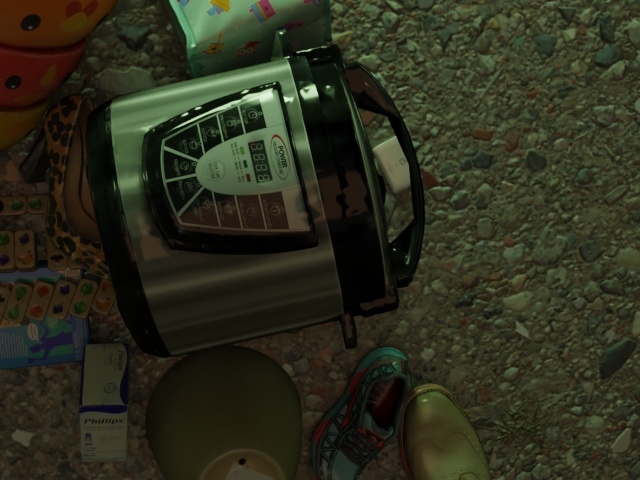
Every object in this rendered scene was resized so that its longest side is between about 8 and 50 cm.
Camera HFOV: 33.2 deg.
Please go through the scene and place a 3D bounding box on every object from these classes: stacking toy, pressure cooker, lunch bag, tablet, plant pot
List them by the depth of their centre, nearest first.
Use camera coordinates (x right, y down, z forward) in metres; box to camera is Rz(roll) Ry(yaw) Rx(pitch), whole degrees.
[{"bbox_3d":[-0.073,-0.059,1.443,0.420,0.375,0.370,-12,127,-2],"label":"pressure cooker"},{"bbox_3d":[-0.466,-0.241,1.479,0.351,0.350,0.480,15,117,-13],"label":"stacking toy"},{"bbox_3d":[-0.127,-0.382,1.537,0.223,0.160,0.262,-22,71,-5],"label":"lunch bag"},{"bbox_3d":[-0.133,0.320,1.628,0.256,0.274,0.256,-2,102,-10],"label":"plant pot"},{"bbox_3d":[0.123,-0.123,1.719,0.054,0.006,0.083,-29,106,-3],"label":"tablet"}]

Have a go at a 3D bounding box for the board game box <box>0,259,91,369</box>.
[{"bbox_3d":[-0.462,0.114,1.641,0.210,0.047,0.160,-5,103,-10],"label":"board game box"}]

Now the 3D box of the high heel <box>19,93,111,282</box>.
[{"bbox_3d":[-0.322,-0.072,1.528,0.261,0.093,0.186,51,127,12],"label":"high heel"}]

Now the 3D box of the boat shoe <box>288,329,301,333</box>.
[{"bbox_3d":[0.000,0.000,1.671,0.111,0.104,0.307,13,99,-13],"label":"boat shoe"}]

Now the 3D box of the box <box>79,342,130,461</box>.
[{"bbox_3d":[-0.327,0.246,1.628,0.072,0.126,0.137,1,131,-10],"label":"box"}]

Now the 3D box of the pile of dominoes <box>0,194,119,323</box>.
[{"bbox_3d":[-0.386,0.020,1.598,0.251,0.040,0.196,-4,77,-9],"label":"pile of dominoes"}]

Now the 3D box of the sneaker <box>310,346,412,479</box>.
[{"bbox_3d":[0.066,0.300,1.736,0.104,0.125,0.262,23,97,-14],"label":"sneaker"}]

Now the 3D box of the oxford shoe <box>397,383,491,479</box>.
[{"bbox_3d":[0.237,0.427,1.783,0.140,0.146,0.397,-22,105,-4],"label":"oxford shoe"}]
